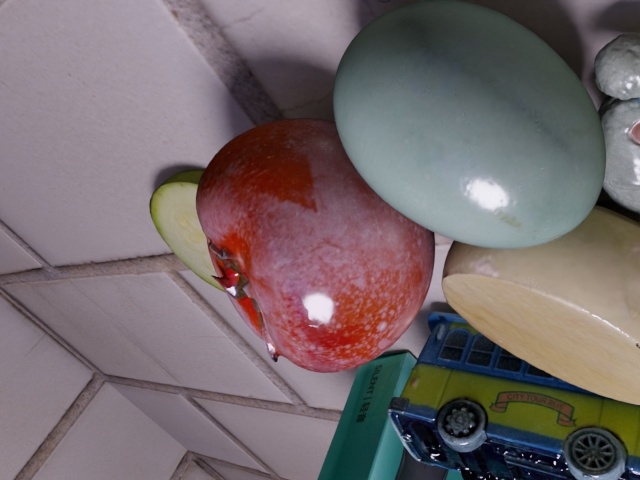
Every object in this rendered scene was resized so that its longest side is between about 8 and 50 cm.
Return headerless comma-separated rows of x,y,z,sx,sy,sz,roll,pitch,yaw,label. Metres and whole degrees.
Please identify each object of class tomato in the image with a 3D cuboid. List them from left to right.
0.000,0.000,0.627,0.270,0.227,0.270,45,154,29,tomato

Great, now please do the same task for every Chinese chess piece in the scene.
0.242,0.059,0.567,0.250,0.097,0.251,32,166,9,Chinese chess piece

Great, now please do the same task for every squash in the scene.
-0.143,-0.006,0.900,0.252,0.049,0.252,21,142,17,squash

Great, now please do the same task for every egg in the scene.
0.113,-0.090,0.464,0.231,0.168,0.168,42,149,18,egg

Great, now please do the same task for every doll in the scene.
0.270,-0.070,0.459,0.103,0.072,0.214,-9,131,31,doll

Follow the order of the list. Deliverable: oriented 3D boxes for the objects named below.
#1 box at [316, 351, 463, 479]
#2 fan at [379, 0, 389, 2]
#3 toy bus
0.118,0.355,0.906,0.118,0.311,0.205,-24,117,41,box
0.140,-0.238,0.398,0.282,0.023,0.057,-12,128,45,fan
0.261,0.210,0.713,0.312,0.190,0.152,3,138,36,toy bus
